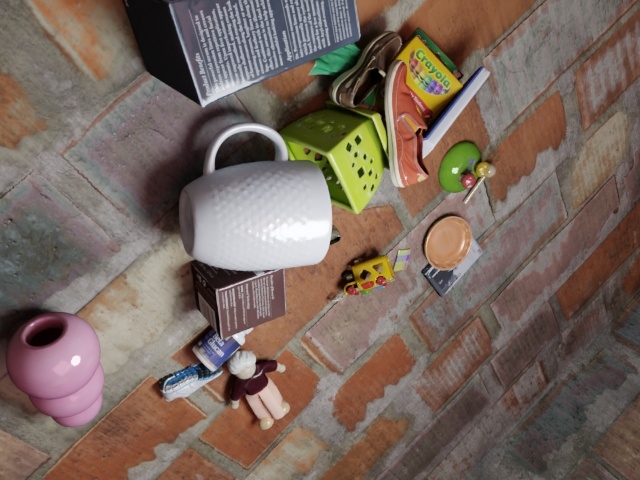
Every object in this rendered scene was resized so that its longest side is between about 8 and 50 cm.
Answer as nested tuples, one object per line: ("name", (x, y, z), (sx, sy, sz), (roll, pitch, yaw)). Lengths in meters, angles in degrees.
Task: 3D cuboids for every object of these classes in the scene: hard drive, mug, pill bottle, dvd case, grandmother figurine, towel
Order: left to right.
("pill bottle", (-0.280, 0.290, 1.816), (0.169, 0.094, 0.094), (-43, 133, -9))
("mug", (-0.176, -0.106, 1.560), (0.328, 0.276, 0.374), (-6, 102, -24))
("grandmother figurine", (-0.198, 0.456, 1.976), (0.208, 0.104, 0.342), (-44, 137, -20))
("towel", (0.283, 0.069, 2.174), (0.060, 0.009, 0.083), (-5, 118, -34))
("hard drive", (0.354, -0.346, 1.822), (0.040, 0.210, 0.319), (39, 67, -1))
("dvd case", (0.493, 0.079, 2.327), (0.239, 0.029, 0.179), (-47, 133, -5))

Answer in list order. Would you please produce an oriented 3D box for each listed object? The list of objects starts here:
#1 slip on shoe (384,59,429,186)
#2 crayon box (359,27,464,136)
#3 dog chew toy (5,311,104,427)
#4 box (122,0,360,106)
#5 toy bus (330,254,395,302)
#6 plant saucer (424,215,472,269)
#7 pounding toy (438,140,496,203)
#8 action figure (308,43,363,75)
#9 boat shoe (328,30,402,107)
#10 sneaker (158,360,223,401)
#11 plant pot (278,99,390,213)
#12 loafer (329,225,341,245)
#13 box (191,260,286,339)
("slip on shoe", (0.230, -0.307, 1.642), (0.123, 0.101, 0.331), (-16, 101, -68))
("crayon box", (0.254, -0.422, 1.761), (0.202, 0.081, 0.318), (41, 86, -15))
("dog chew toy", (-0.622, 0.330, 1.519), (0.206, 0.206, 0.332), (-25, 136, -24))
("box", (-0.167, -0.481, 1.313), (0.395, 0.293, 0.212), (-29, 129, -21))
("toy bus", (0.140, 0.113, 2.025), (0.202, 0.191, 0.104), (-10, 78, -34))
("plant saucer", (0.449, 0.007, 2.222), (0.200, 0.037, 0.200), (-8, 109, -23))
("pounding toy", (0.515, -0.220, 2.112), (0.237, 0.110, 0.183), (29, 96, -43))
("action figure", (0.058, -0.479, 1.645), (0.232, 0.063, 0.137), (4, 111, -46))
("boat shoe", (0.140, -0.441, 1.639), (0.257, 0.095, 0.095), (-49, 144, -9))
("sneaker", (-0.379, 0.417, 1.842), (0.190, 0.071, 0.083), (-17, 131, -19))
("plant pot", (0.059, -0.241, 1.681), (0.207, 0.228, 0.227), (-43, 133, -16))
("loafer", (0.000, 0.000, 1.890), (0.148, 0.050, 0.056), (-27, 129, -23))
("box", (-0.224, 0.132, 1.715), (0.203, 0.168, 0.167), (-19, 125, -28))
